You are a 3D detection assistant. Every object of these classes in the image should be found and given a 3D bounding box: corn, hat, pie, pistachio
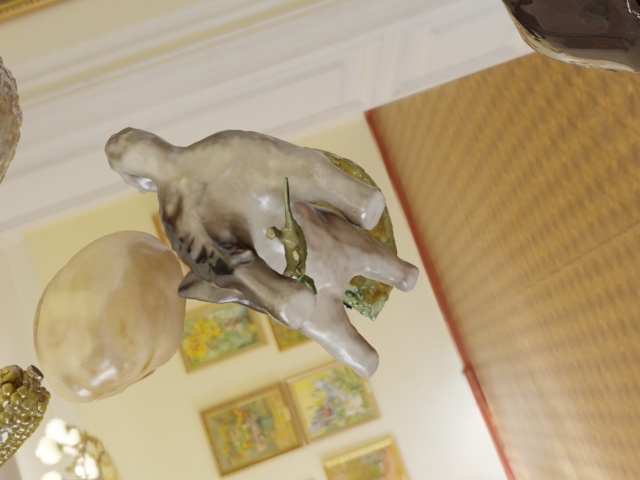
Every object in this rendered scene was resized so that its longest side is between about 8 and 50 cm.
[{"bbox_3d":[-0.479,0.294,1.147,0.097,0.320,0.097,43,-179,-1],"label":"corn"},{"bbox_3d":[0.225,-0.225,0.772,0.336,0.209,0.238,62,-143,-20],"label":"hat"},{"bbox_3d":[-0.001,-0.008,1.328,0.067,0.302,0.303,-35,73,59],"label":"pie"},{"bbox_3d":[-0.353,0.133,1.453,0.238,0.229,0.321,39,-133,-19],"label":"pistachio"}]

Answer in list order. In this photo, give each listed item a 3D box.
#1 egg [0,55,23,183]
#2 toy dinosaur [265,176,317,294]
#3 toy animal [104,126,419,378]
[{"bbox_3d":[-0.463,-0.108,0.869,0.279,0.310,0.279,171,90,-74],"label":"egg"},{"bbox_3d":[-0.026,-0.001,0.804,0.060,0.029,0.120,-33,-66,-69],"label":"toy dinosaur"},{"bbox_3d":[-0.068,-0.004,0.959,0.302,0.194,0.344,25,165,23],"label":"toy animal"}]
